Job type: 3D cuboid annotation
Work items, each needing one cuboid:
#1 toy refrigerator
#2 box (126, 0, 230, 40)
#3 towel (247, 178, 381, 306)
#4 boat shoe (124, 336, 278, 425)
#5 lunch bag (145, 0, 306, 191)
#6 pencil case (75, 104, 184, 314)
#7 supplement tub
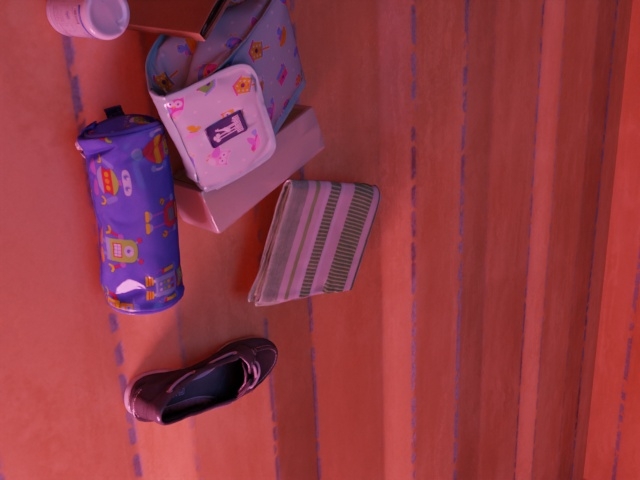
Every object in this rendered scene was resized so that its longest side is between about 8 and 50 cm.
[{"bbox_3d":[-0.124,-0.135,1.279,0.269,0.102,0.094,-42,131,-29],"label":"toy refrigerator"},{"bbox_3d":[-0.191,-0.360,1.054,0.021,0.201,0.164,38,75,-50],"label":"box"},{"bbox_3d":[0.000,0.000,1.450,0.325,0.038,0.247,-4,116,-55],"label":"towel"},{"bbox_3d":[-0.187,0.259,1.351,0.335,0.096,0.112,-12,112,-44],"label":"boat shoe"},{"bbox_3d":[-0.142,-0.230,1.123,0.223,0.160,0.262,75,36,-57],"label":"lunch bag"},{"bbox_3d":[-0.284,-0.041,1.126,0.119,0.133,0.306,-77,165,-67],"label":"pencil case"},{"bbox_3d":[-0.313,-0.308,1.010,0.071,0.107,0.071,-19,117,-42],"label":"supplement tub"}]
